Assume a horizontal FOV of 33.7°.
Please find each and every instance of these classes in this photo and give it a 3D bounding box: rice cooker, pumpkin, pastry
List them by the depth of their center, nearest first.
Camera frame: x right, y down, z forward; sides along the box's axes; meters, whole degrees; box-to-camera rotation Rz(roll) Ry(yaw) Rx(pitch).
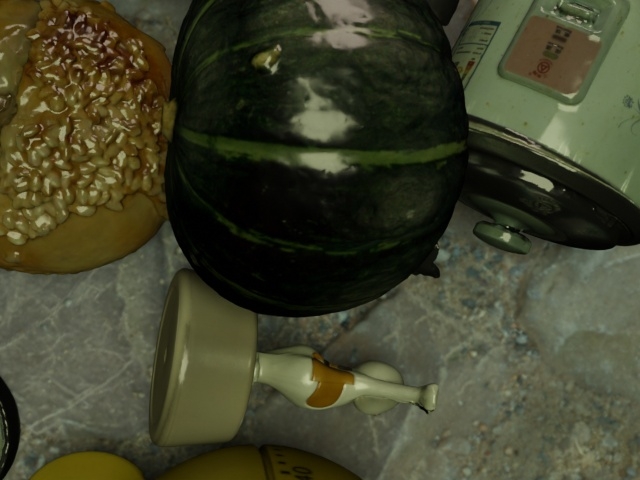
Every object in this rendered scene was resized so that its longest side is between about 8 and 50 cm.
[{"bbox_3d":[-0.017,-0.094,0.918,0.241,0.323,0.323,-4,93,-18],"label":"pumpkin"},{"bbox_3d":[-0.278,-0.106,1.034,0.316,0.184,0.284,14,92,-5],"label":"pastry"},{"bbox_3d":[0.233,-0.127,1.039,0.317,0.264,0.316,-3,79,14],"label":"rice cooker"}]

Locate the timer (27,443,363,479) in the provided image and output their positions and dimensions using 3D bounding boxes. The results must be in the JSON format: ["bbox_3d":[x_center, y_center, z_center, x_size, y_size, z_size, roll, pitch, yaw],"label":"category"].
[{"bbox_3d":[-0.102,0.365,0.994,0.387,0.376,0.376,-2,93,-9],"label":"timer"}]

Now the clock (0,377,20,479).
[{"bbox_3d":[-0.412,0.203,1.110,0.185,0.040,0.184,0,93,-5],"label":"clock"}]

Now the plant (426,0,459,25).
[{"bbox_3d":[0.070,-0.287,1.051,0.142,0.164,0.256,22,107,-20],"label":"plant"}]

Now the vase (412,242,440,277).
[{"bbox_3d":[0.000,0.000,1.107,0.238,0.115,0.115,-8,93,1],"label":"vase"}]

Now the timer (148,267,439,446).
[{"bbox_3d":[-0.027,0.133,1.062,0.266,0.175,0.175,10,92,-14],"label":"timer"}]
